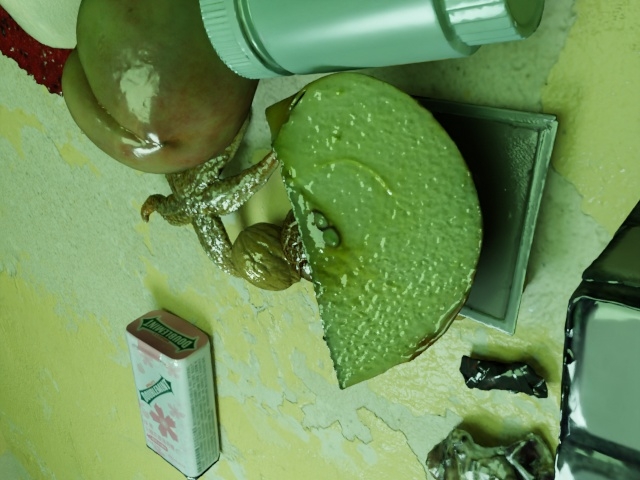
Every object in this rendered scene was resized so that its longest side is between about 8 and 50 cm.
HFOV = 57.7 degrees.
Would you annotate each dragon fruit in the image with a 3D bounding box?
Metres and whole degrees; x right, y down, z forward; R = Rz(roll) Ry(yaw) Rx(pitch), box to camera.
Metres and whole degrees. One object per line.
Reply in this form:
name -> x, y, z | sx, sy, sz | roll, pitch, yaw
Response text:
dragon fruit -> -0.481, -0.410, 1.052 | 0.343, 0.100, 0.282 | 38, 133, 17

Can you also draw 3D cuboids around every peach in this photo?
peach -> -0.197, -0.225, 0.765 | 0.292, 0.247, 0.293 | -11, 76, 52

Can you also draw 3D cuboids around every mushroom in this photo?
mushroom -> -0.005, 0.002, 0.855 | 0.126, 0.085, 0.109 | 44, 134, 17

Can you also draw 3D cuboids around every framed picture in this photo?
framed picture -> 0.163, -0.035, 0.691 | 0.197, 0.014, 0.253 | 20, 114, 38

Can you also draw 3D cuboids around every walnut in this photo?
walnut -> -0.081, 0.028, 0.924 | 0.124, 0.105, 0.105 | 44, 137, -11

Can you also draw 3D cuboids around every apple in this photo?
apple -> 0.048, -0.014, 0.672 | 0.254, 0.179, 0.346 | 3, 111, 55

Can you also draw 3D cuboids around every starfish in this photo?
starfish -> -0.194, -0.078, 0.978 | 0.375, 0.094, 0.327 | -4, 107, 37

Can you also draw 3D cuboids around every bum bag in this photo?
bum bag -> 0.236, 0.179, 0.768 | 0.124, 0.034, 0.058 | -5, 117, 44

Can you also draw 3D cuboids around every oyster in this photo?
oyster -> 0.245, 0.400, 0.834 | 0.275, 0.100, 0.271 | -47, 63, 49

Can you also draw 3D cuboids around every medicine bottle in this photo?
medicine bottle -> 0.045, -0.250, 0.569 | 0.318, 0.158, 0.158 | 6, 115, 36

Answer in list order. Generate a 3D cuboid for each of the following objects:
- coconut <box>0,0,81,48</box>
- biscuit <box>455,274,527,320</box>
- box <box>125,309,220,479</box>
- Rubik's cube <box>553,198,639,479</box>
coconut -> -0.354, -0.411, 0.822 | 0.245, 0.245, 0.247 | 55, 170, 5
biscuit -> 0.145, 0.017, 0.766 | 0.248, 0.035, 0.184 | 4, 114, 41
box -> -0.326, 0.353, 1.313 | 0.190, 0.112, 0.370 | 23, 127, 32
Rubik's cube -> 0.383, 0.152, 0.397 | 0.358, 0.363, 0.362 | 11, 117, 40
